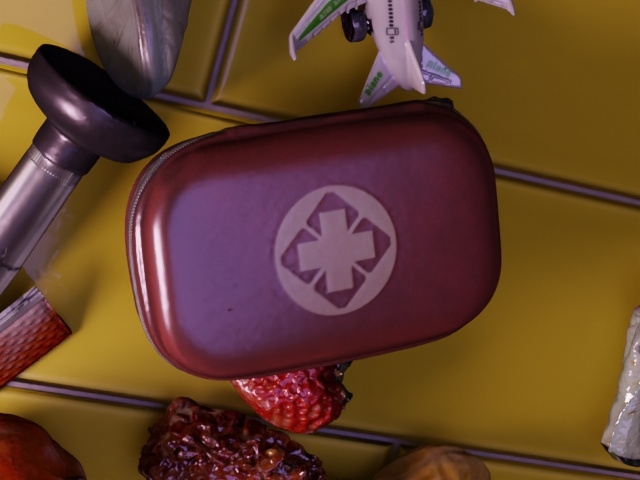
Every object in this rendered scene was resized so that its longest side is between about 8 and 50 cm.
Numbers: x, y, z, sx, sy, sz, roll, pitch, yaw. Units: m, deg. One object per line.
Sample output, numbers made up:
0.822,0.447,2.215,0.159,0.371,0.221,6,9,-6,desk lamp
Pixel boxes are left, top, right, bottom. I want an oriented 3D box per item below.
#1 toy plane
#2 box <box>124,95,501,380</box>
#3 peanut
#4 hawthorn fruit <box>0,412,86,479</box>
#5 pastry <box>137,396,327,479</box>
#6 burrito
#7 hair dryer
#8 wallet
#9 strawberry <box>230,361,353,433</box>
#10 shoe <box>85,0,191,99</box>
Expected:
0.073,-0.269,1.890,0.251,0.101,0.255,-14,107,-17,toy plane
0.000,0.000,1.865,0.404,0.108,0.263,-11,102,-19,box
0.058,0.326,2.048,0.305,0.147,0.147,-16,111,-20,peanut
-0.358,0.309,1.838,0.272,0.242,0.242,-24,114,4,hawthorn fruit
-0.091,0.248,1.958,0.208,0.097,0.115,18,120,-4,pastry
0.406,0.153,2.160,0.144,0.089,0.229,1,107,-37,burrito
-0.351,-0.073,1.758,0.320,0.155,0.284,-46,127,6,hair dryer
-0.350,0.132,1.864,0.196,0.020,0.103,-39,153,-8,wallet
-0.039,0.146,1.963,0.148,0.131,0.131,-2,107,-7,strawberry
-0.170,-0.268,1.789,0.100,0.103,0.251,-15,104,-40,shoe
